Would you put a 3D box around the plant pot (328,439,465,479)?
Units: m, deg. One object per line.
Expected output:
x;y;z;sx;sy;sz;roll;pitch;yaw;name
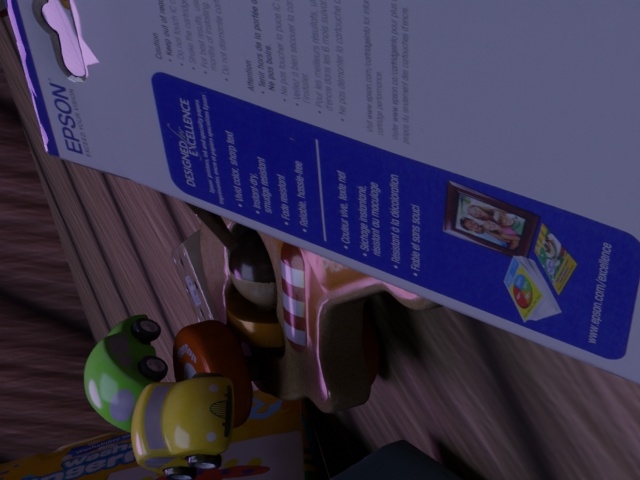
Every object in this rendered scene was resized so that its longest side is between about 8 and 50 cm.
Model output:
0.064;0.314;0.820;0.252;0.247;0.247;11;122;57;plant pot

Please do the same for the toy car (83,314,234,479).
-0.139;0.136;0.921;0.239;0.053;0.225;-64;28;28;toy car

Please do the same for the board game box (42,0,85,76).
-0.035;-0.182;0.503;0.224;0.097;0.303;13;137;29;board game box

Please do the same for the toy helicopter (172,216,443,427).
0.000;0.000;0.868;0.355;0.140;0.235;-18;85;63;toy helicopter

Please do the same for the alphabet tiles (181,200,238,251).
-0.124;-0.093;0.792;0.198;0.009;0.237;50;-176;-44;alphabet tiles

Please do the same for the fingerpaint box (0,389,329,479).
-0.203;0.320;1.123;0.371;0.444;0.163;-100;-6;-72;fingerpaint box

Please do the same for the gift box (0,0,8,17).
-0.141;-0.285;0.693;0.255;0.276;0.258;38;145;36;gift box

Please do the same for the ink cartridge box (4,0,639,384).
0.034;-0.055;0.448;0.332;0.065;0.165;21;142;21;ink cartridge box

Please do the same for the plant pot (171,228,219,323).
-0.067;0.022;1.092;0.109;0.096;0.109;69;164;1;plant pot
